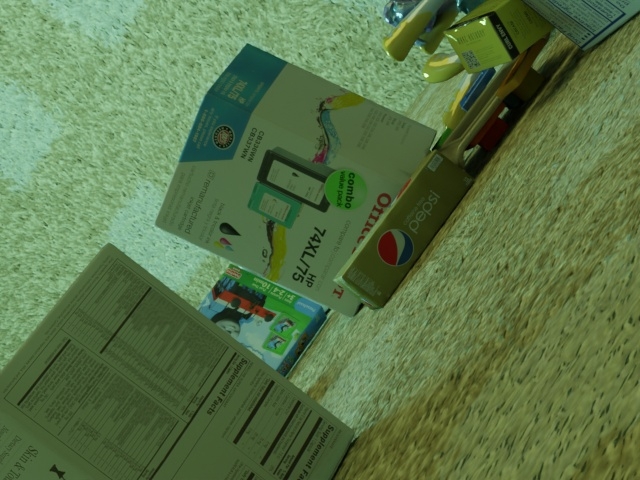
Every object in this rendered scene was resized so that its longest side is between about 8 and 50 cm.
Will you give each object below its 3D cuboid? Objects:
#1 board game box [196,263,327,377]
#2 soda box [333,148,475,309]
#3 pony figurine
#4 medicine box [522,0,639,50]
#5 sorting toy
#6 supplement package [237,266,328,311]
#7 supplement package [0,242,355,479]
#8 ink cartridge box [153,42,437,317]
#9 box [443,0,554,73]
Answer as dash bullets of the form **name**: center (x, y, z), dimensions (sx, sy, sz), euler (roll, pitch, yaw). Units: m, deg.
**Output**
- **board game box**: center (-0.115, 0.148, 2.159), dimensions (0.211, 0.160, 0.039), euler (-55, -29, -21)
- **soda box**: center (0.092, -0.011, 1.779), dimensions (0.181, 0.058, 0.061), euler (-53, 3, -10)
- **pony figurine**: center (0.240, -0.371, 2.156), dimensions (0.363, 0.302, 0.351), euler (-47, 38, 29)
- **medicine box**: center (0.319, -0.360, 1.545), dimensions (0.263, 0.149, 0.289), euler (-53, 4, -15)
- **sorting toy**: center (0.206, -0.156, 1.867), dimensions (0.196, 0.047, 0.347), euler (-57, 4, -3)
- **supplement package**: center (0.000, 0.000, 2.230), dimensions (0.244, 0.139, 0.134), euler (-48, 7, 48)
- **supplement package**: center (-0.155, 0.187, 1.313), dimensions (0.199, 0.262, 0.198), euler (-48, 6, 45)
- **ink cartridge box**: center (-0.026, -0.076, 1.961), dimensions (0.197, 0.270, 0.198), euler (-63, -3, -63)
- **box**: center (0.245, -0.267, 1.728), dimensions (0.232, 0.058, 0.087), euler (-39, 13, -27)
